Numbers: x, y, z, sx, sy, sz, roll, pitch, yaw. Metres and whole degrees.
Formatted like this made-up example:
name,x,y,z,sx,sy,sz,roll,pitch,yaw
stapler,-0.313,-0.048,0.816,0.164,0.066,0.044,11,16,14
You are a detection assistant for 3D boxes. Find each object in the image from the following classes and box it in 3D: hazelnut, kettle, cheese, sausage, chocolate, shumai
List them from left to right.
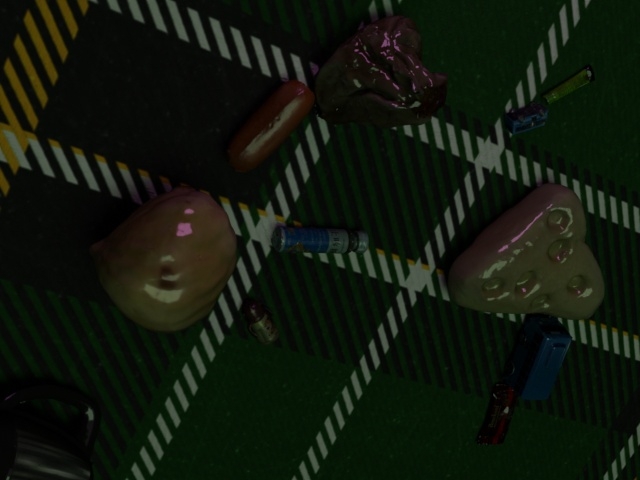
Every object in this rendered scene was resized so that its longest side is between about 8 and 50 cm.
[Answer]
name,x,y,z,sx,sy,sz,roll,pitch,yaw
kettle,-0.544,0.414,1.848,0.207,0.251,0.271,-30,141,30
hazelnut,-0.274,0.036,1.711,0.241,0.261,0.261,23,107,-8
sausage,-0.092,-0.201,1.762,0.197,0.076,0.076,-45,127,5
shumai,0.109,-0.279,1.742,0.218,0.185,0.184,-23,125,-13
chocolate,0.435,0.420,2.402,0.086,0.028,0.182,3,118,-24
cheese,0.440,0.088,2.150,0.328,0.129,0.351,-31,125,-10

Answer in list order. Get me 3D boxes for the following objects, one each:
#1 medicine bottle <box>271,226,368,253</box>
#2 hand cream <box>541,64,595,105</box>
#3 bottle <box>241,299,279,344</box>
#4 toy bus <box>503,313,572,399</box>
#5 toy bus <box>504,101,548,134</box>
name,x,y,z,sx,sy,sz,roll,pitch,yaw
medicine bottle,0.000,0.000,1.935,0.191,0.051,0.051,1,117,-26
hand cream,0.504,-0.312,2.017,0.122,0.023,0.036,-31,115,-9
bottle,-0.122,0.160,1.970,0.047,0.063,0.101,-16,126,17
toy bus,0.506,0.271,2.302,0.090,0.106,0.184,4,116,-25
toy bus,0.415,-0.245,2.002,0.083,0.038,0.046,-18,128,-14
